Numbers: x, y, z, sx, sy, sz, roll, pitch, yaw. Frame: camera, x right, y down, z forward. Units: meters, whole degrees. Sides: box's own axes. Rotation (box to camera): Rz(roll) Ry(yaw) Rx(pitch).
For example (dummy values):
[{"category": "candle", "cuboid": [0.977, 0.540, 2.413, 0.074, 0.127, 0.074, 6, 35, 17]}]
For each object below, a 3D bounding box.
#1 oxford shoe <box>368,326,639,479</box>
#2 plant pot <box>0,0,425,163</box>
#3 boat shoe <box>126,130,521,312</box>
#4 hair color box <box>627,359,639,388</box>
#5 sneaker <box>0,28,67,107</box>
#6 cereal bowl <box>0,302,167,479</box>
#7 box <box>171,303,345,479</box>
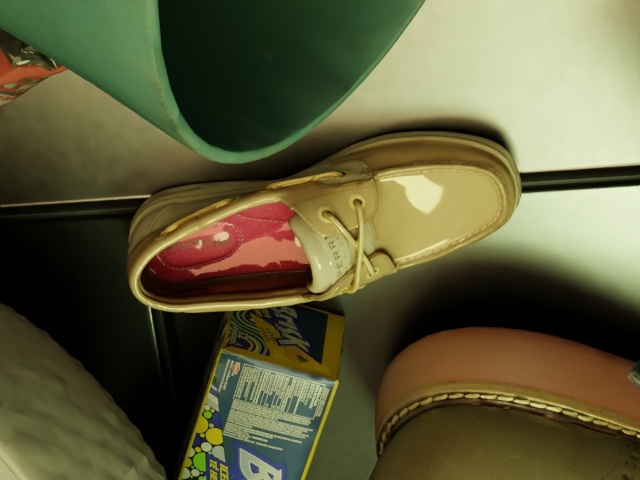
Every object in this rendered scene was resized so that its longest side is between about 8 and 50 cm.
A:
[{"category": "oxford shoe", "cuboid": [0.202, 0.166, 0.771, 0.397, 0.146, 0.140, 15, 138, 1]}, {"category": "plant pot", "cuboid": [-0.068, -0.204, 0.557, 0.235, 0.293, 0.293, 27, 118, 15]}, {"category": "boat shoe", "cuboid": [0.000, 0.000, 0.770, 0.170, 0.059, 0.063, -13, 115, 11]}, {"category": "hair color box", "cuboid": [0.289, -0.017, 0.623, 0.347, 0.105, 0.174, -47, 123, 1]}, {"category": "sneaker", "cuboid": [-0.163, -0.078, 0.726, 0.276, 0.135, 0.097, -30, 89, -7]}, {"category": "cereal bowl", "cuboid": [-0.183, 0.154, 0.793, 0.339, 0.141, 0.339, 9, 111, 24]}, {"category": "box", "cuboid": [-0.039, 0.109, 0.828, 0.054, 0.059, 0.169, 17, 117, -5]}]
